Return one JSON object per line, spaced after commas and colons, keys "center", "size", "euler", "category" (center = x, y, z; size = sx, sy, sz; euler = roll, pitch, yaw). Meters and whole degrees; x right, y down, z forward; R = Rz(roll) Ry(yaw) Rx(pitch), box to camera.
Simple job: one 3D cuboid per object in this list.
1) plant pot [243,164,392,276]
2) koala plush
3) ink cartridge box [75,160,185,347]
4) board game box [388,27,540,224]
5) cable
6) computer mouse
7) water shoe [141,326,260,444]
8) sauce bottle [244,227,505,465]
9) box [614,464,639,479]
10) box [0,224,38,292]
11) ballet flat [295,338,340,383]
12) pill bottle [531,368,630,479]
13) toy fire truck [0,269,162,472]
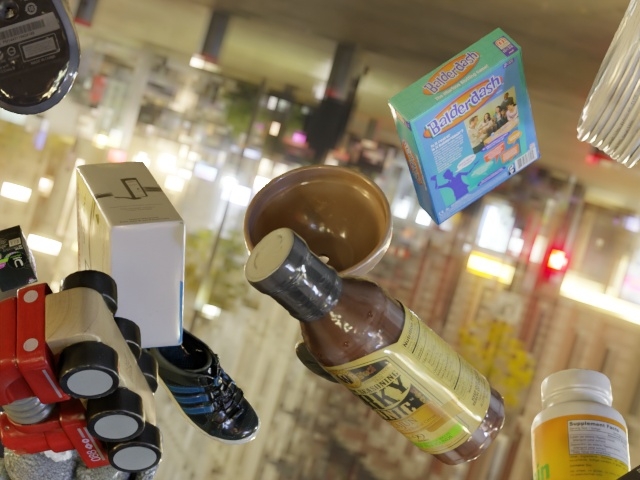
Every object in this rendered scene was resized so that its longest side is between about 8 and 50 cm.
{"center": [0.000, 0.000, 2.468], "size": [0.237, 0.237, 0.110], "euler": [17, 146, 20], "category": "plant pot"}
{"center": [-0.381, 0.353, 2.323], "size": [0.221, 0.203, 0.196], "euler": [31, 133, -27], "category": "koala plush"}
{"center": [-0.215, 0.013, 1.722], "size": [0.086, 0.148, 0.203], "euler": [-5, -158, -18], "category": "ink cartridge box"}
{"center": [0.175, -0.132, 1.831], "size": [0.047, 0.160, 0.210], "euler": [51, 169, 35], "category": "board game box"}
{"center": [0.376, -0.214, 1.759], "size": [0.089, 0.257, 0.257], "euler": [25, 141, 4], "category": "cable"}
{"center": [-0.320, -0.266, 1.636], "size": [0.188, 0.272, 0.072], "euler": [-12, 179, 4], "category": "computer mouse"}
{"center": [-0.146, 0.172, 1.870], "size": [0.203, 0.073, 0.080], "euler": [44, 154, -11], "category": "water shoe"}
{"center": [0.057, 0.113, 1.654], "size": [0.344, 0.111, 0.111], "euler": [41, 171, -28], "category": "sauce bottle"}
{"center": [0.410, 0.344, 1.793], "size": [0.060, 0.270, 0.216], "euler": [42, 157, 51], "category": "box"}
{"center": [-0.485, 0.029, 2.418], "size": [0.062, 0.083, 0.052], "euler": [-16, -138, -4], "category": "box"}
{"center": [0.047, 0.169, 2.132], "size": [0.173, 0.057, 0.049], "euler": [17, -152, -9], "category": "ballet flat"}
{"center": [0.368, 0.312, 2.184], "size": [0.136, 0.246, 0.136], "euler": [1, 146, 1], "category": "pill bottle"}
{"center": [-0.300, 0.136, 1.541], "size": [0.246, 0.158, 0.217], "euler": [-13, 141, 5], "category": "toy fire truck"}
